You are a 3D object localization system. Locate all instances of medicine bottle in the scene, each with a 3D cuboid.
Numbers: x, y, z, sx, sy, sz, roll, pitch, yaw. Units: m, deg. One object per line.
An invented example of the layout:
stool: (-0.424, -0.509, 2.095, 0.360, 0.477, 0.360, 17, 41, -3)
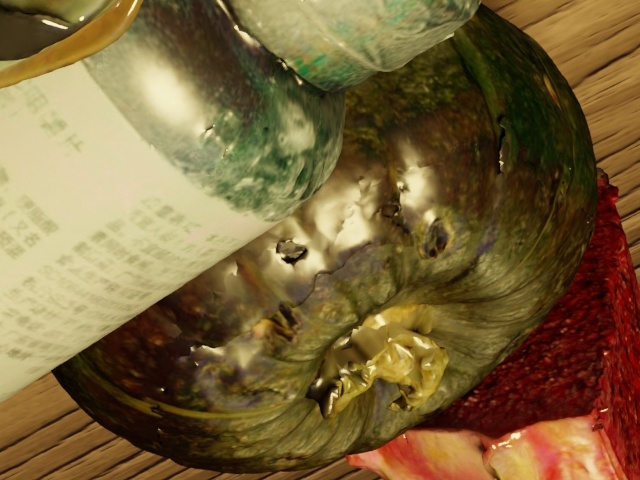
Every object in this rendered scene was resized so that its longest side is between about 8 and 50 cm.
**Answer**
medicine bottle: (-0.095, -0.035, 0.582, 0.293, 0.141, 0.141, -32, 157, 20)

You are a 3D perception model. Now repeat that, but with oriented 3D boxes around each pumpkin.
pumpkin: (0.000, 0.003, 0.740, 0.238, 0.159, 0.238, -17, 154, -9)

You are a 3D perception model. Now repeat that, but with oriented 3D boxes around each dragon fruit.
dragon fruit: (0.084, 0.079, 0.910, 0.161, 0.126, 0.274, -11, -156, 15)

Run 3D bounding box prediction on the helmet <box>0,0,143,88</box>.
helmet: (-0.130, -0.107, 0.405, 0.224, 0.130, 0.198, -39, 160, 9)
